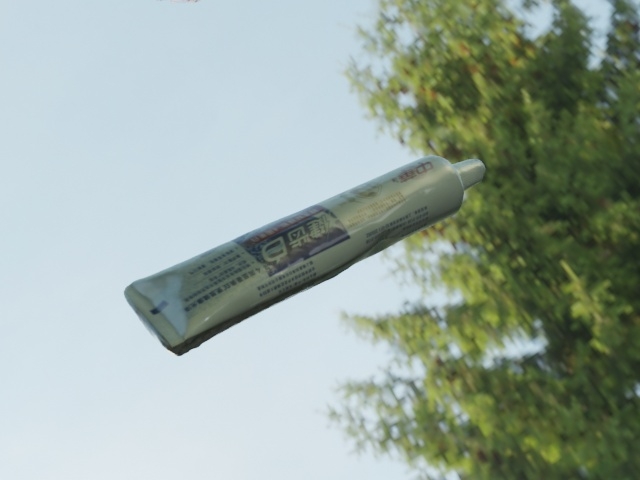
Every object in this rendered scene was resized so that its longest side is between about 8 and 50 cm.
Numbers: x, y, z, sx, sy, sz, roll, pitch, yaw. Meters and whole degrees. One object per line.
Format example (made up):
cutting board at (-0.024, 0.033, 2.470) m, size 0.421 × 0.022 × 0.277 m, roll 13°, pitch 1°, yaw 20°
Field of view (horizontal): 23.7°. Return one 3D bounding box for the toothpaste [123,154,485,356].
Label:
toothpaste at (0.000, 0.000, 0.854) m, size 0.233 × 0.060 × 0.038 m, roll -24°, pitch -43°, yaw -27°

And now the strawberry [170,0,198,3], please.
strawberry at (-0.126, -0.249, 0.836) m, size 0.257 × 0.257 × 0.277 m, roll -28°, pitch -42°, yaw -1°
